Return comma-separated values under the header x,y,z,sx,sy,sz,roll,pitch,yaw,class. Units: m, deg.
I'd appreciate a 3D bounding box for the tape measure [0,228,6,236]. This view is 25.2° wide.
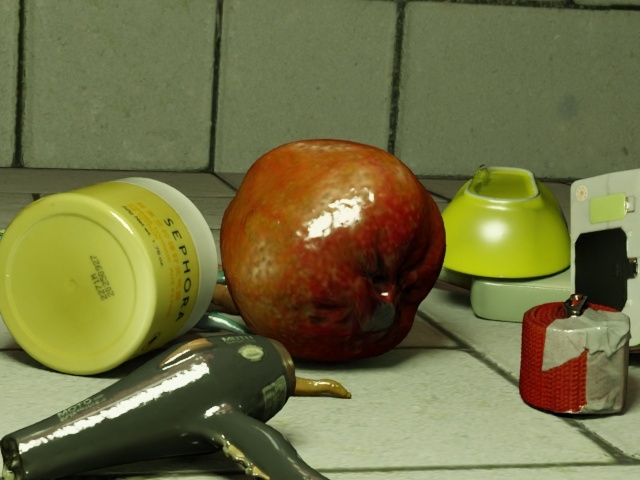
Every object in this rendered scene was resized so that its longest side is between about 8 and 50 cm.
x,y,z,sx,sy,sz,roll,pitch,yaw,class
-0.421,0.032,2.069,0.175,0.106,0.200,-10,25,-35,tape measure

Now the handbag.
x,y,z,sx,sy,sz,roll,pitch,yaw,class
0.350,0.048,2.185,0.256,0.079,0.219,5,29,8,handbag

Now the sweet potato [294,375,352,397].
x,y,z,sx,sy,sz,roll,pitch,yaw,class
-0.021,0.166,1.640,0.115,0.026,0.026,2,9,-5,sweet potato

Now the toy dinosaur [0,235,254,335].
x,y,z,sx,sy,sz,roll,pitch,yaw,class
-0.299,0.065,1.888,0.331,0.129,0.383,-9,35,-26,toy dinosaur

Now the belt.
x,y,z,sx,sy,sz,roll,pitch,yaw,class
0.300,0.127,1.690,0.128,0.124,0.201,3,8,11,belt

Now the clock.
x,y,z,sx,sy,sz,roll,pitch,yaw,class
0.494,0.046,1.978,0.310,0.235,0.166,9,-11,-36,clock

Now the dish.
x,y,z,sx,sy,sz,roll,pitch,yaw,class
0.278,-0.043,2.172,0.221,0.108,0.262,5,25,11,dish

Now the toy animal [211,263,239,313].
x,y,z,sx,sy,sz,roll,pitch,yaw,class
-0.093,0.081,2.057,0.224,0.066,0.230,20,-6,-16,toy animal

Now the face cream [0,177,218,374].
x,y,z,sx,sy,sz,roll,pitch,yaw,class
-0.258,0.040,1.737,0.218,0.218,0.179,6,11,19,face cream

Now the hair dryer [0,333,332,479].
x,y,z,sx,sy,sz,roll,pitch,yaw,class
-0.082,0.197,1.272,0.304,0.120,0.359,-15,27,-38,hair dryer

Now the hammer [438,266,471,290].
x,y,z,sx,sy,sz,roll,pitch,yaw,class
0.199,0.045,2.308,0.305,0.113,0.202,17,17,26,hammer

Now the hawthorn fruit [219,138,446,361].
x,y,z,sx,sy,sz,roll,pitch,yaw,class
0.016,0.004,1.812,0.295,0.295,0.311,1,39,-11,hawthorn fruit
